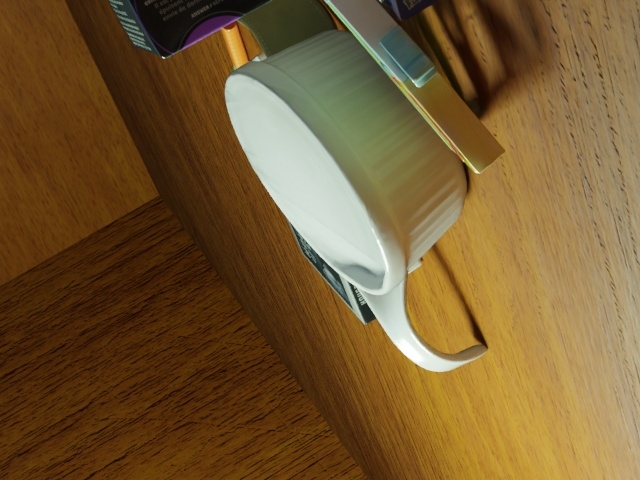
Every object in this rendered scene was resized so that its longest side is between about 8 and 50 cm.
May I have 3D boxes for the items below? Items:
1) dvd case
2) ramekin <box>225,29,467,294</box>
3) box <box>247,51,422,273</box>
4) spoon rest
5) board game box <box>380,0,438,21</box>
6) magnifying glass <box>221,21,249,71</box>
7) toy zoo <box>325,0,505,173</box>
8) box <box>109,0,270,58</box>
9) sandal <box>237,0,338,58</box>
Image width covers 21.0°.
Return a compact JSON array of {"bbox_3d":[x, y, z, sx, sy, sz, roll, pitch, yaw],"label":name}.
[{"bbox_3d":[0.000,0.000,2.589,0.238,0.029,0.179,47,164,53],"label":"dvd case"},{"bbox_3d":[0.032,-0.088,1.736,0.273,0.127,0.273,49,164,19],"label":"ramekin"},{"bbox_3d":[0.003,-0.095,2.177,0.322,0.058,0.232,61,171,-4],"label":"box"},{"bbox_3d":[0.086,0.037,2.011,0.276,0.084,0.137,57,140,-1],"label":"spoon rest"},{"bbox_3d":[-0.014,-0.361,1.348,0.347,0.078,0.233,52,168,39],"label":"board game box"},{"bbox_3d":[-0.105,-0.233,2.440,0.092,0.026,0.231,54,171,34],"label":"magnifying glass"},{"bbox_3d":[0.070,-0.144,1.432,0.192,0.030,0.293,49,-175,-7],"label":"toy zoo"},{"bbox_3d":[-0.134,-0.304,1.400,0.270,0.165,0.143,63,171,-16],"label":"box"},{"bbox_3d":[-0.039,-0.244,1.917,0.240,0.088,0.079,37,-165,33],"label":"sandal"}]
